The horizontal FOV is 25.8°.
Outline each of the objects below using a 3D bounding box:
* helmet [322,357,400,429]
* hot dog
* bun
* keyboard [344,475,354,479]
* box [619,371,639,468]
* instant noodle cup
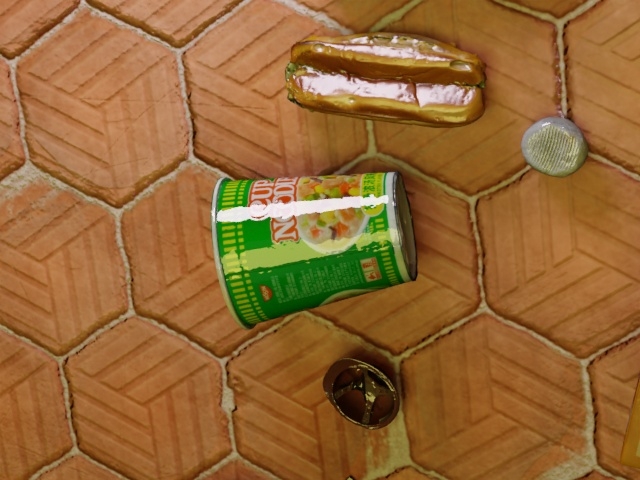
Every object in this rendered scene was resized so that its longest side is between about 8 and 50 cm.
[{"bbox_3d":[0.061,0.196,1.886,0.111,0.057,0.089,42,115,-2],"label":"helmet"},{"bbox_3d":[0.082,-0.207,1.764,0.269,0.072,0.115,11,108,16],"label":"hot dog"},{"bbox_3d":[0.292,-0.117,1.736,0.083,0.045,0.083,5,105,19],"label":"bun"},{"bbox_3d":[0.088,0.425,1.963,0.202,0.011,0.067,47,111,1],"label":"keyboard"},{"bbox_3d":[0.505,0.151,1.612,0.259,0.283,0.214,16,107,13],"label":"box"},{"bbox_3d":[0.000,0.000,1.795,0.232,0.207,0.207,-10,101,11],"label":"instant noodle cup"}]
